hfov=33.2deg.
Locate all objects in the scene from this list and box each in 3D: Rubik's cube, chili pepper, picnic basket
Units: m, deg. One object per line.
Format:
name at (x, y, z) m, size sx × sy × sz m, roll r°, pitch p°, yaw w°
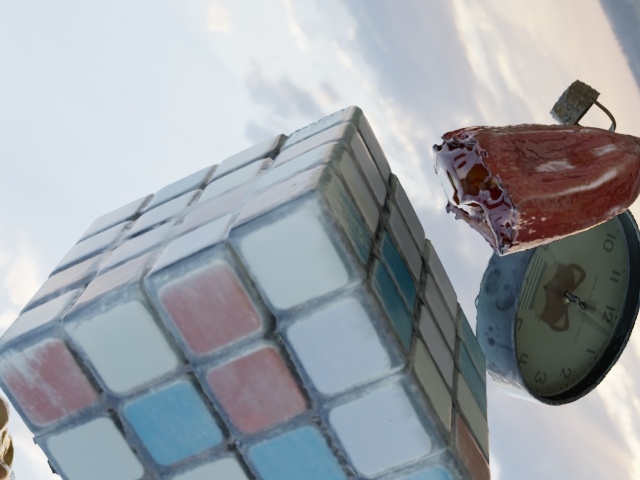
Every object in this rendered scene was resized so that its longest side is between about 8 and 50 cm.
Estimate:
Rubik's cube at (-0.038, 0.083, 0.785) m, size 0.259 × 0.253 × 0.256 m, roll 63°, pitch -165°, yaw -16°
chili pepper at (0.256, -0.069, 1.119) m, size 0.144 × 0.253 × 0.136 m, roll 172°, pitch 87°, yaw -71°
picnic basket at (0.350, -0.164, 1.409) m, size 0.083 × 0.072 × 0.072 m, roll 40°, pitch -165°, yaw 10°

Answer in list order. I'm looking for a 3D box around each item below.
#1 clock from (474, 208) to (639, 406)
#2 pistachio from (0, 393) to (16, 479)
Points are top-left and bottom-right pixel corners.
clock at (0.352, 0.080, 1.543) m, size 0.067 × 0.325 × 0.325 m, roll 18°, pitch 155°, yaw 47°
pistachio at (-0.505, 0.274, 1.270) m, size 0.309 × 0.230 × 0.229 m, roll -16°, pitch -99°, yaw -46°
